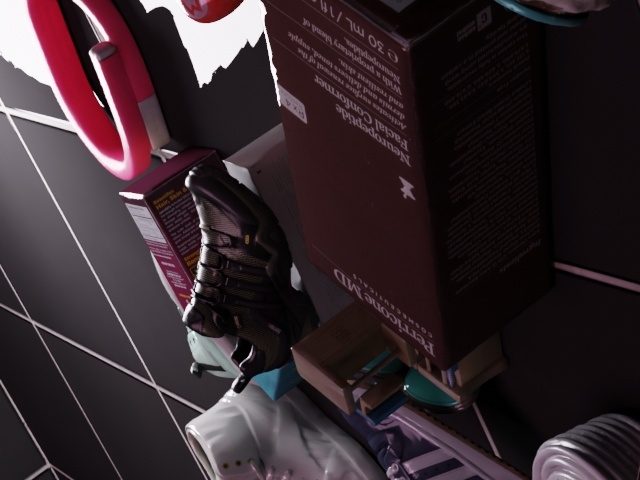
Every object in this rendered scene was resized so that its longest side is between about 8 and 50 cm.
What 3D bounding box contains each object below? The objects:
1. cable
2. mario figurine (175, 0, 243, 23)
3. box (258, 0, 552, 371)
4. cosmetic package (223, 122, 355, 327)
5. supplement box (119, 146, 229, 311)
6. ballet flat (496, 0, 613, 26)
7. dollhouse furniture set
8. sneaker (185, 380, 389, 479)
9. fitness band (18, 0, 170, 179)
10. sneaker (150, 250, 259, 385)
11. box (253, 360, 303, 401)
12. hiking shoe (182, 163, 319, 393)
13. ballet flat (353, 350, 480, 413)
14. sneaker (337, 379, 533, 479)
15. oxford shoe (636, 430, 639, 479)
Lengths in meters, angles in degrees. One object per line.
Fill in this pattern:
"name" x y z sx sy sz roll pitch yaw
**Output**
"cable" 0.285 0.273 1.584 0.257 0.089 0.257 58 165 15
"mario figurine" -0.160 -0.329 1.531 0.198 0.170 0.321 -55 -59 -76
"box" 0.071 -0.093 1.460 0.191 0.143 0.381 38 155 35
"cosmetic package" 0.000 0.000 1.799 0.060 0.099 0.239 18 138 56
"supplement box" -0.132 0.000 2.067 0.081 0.104 0.188 9 130 62
"ballet flat" 0.063 -0.283 1.247 0.409 0.147 0.147 35 152 34
"dollhouse furniture set" 0.060 0.094 1.696 0.129 0.183 0.129 36 153 39
"sneaker" -0.038 0.294 2.224 0.292 0.169 0.108 40 153 29
"fitness band" -0.270 -0.199 2.131 0.209 0.054 0.291 34 150 43
"sneaker" -0.154 0.074 2.229 0.256 0.094 0.151 58 153 -15
"box" -0.023 0.080 1.966 0.060 0.100 0.244 46 158 17
"hiking shoe" -0.085 0.038 1.740 0.086 0.114 0.227 17 137 59
"ballet flat" 0.103 0.136 1.845 0.203 0.074 0.074 17 138 48
"sneaker" 0.109 0.262 1.786 0.282 0.153 0.099 31 175 11
"oxford shoe" 0.300 0.129 1.359 0.097 0.098 0.271 45 157 23
